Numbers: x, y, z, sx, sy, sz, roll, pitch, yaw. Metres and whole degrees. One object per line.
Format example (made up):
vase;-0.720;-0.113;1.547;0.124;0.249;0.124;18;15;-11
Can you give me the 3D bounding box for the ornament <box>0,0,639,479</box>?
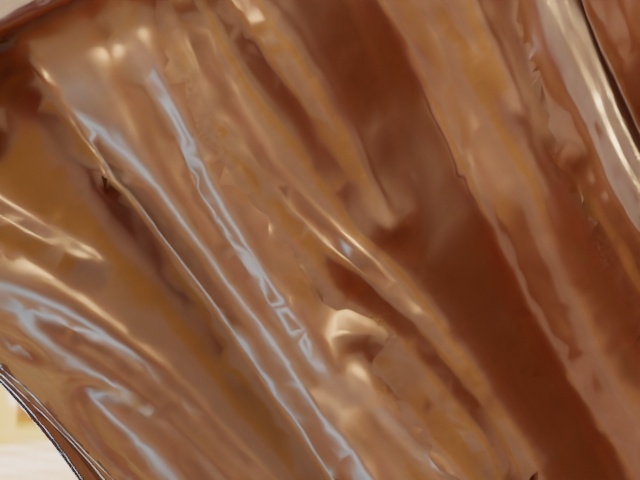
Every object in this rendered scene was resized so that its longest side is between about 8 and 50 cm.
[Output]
ornament;0.000;0.000;0.463;0.221;0.218;0.235;-4;-147;48
